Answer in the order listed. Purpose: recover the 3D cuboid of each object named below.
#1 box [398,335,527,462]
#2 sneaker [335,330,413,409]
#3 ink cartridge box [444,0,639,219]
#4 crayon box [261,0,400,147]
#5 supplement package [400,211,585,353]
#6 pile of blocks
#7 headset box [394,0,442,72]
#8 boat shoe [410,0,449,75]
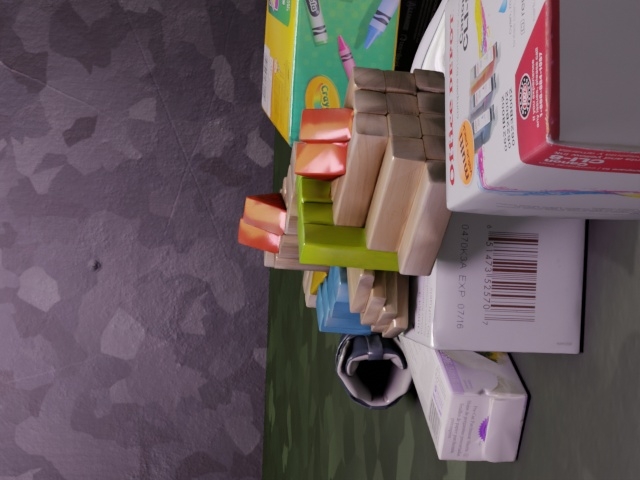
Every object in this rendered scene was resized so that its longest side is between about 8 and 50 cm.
[{"bbox_3d":[0.105,0.070,1.010,0.324,0.063,0.067,-105,20,-63],"label":"box"},{"bbox_3d":[0.054,0.066,1.222,0.163,0.086,0.226,-68,-29,-84],"label":"sneaker"},{"bbox_3d":[0.143,-0.086,0.584,0.176,0.127,0.128,133,138,-78],"label":"ink cartridge box"},{"bbox_3d":[0.009,-0.223,0.921,0.165,0.081,0.278,-121,34,-70],"label":"crayon box"},{"bbox_3d":[0.110,0.022,0.844,0.179,0.105,0.105,180,92,-82],"label":"supplement package"},{"bbox_3d":[0.000,0.000,0.851,0.362,0.112,0.149,117,157,-69],"label":"pile of blocks"},{"bbox_3d":[0.099,-0.271,0.987,0.218,0.110,0.293,102,167,-46],"label":"headset box"},{"bbox_3d":[0.123,-0.139,0.829,0.084,0.095,0.258,-105,22,-61],"label":"boat shoe"}]
